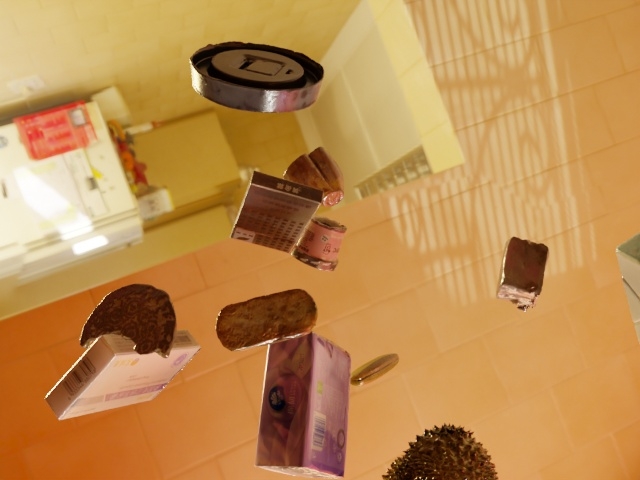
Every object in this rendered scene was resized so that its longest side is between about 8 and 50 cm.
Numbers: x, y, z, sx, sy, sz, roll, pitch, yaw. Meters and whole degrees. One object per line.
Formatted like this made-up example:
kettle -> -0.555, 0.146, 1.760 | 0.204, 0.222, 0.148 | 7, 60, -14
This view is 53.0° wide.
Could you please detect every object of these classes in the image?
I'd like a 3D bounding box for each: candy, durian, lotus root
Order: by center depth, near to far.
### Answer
durian -> 0.321, 0.621, 1.701 | 0.293, 0.258, 0.258 | -38, -114, 27
candy -> 0.638, 0.106, 2.036 | 0.185, 0.137, 0.195 | 62, 42, -66
lotus root -> -0.004, -0.209, 2.268 | 0.180, 0.188, 0.199 | 50, 11, 27

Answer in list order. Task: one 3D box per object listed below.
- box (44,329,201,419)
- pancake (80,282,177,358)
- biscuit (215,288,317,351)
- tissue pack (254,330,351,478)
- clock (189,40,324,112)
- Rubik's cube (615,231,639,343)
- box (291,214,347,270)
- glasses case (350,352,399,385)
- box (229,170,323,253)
box -> -0.437, 0.297, 1.472 | 0.065, 0.200, 0.343 | 46, 10, 18
pancake -> -0.348, 0.164, 1.185 | 0.190, 0.184, 0.020 | 42, -8, 29
biscuit -> -0.127, 0.189, 1.533 | 0.029, 0.247, 0.118 | 143, -66, -79
tissue pack -> -0.038, 0.418, 1.637 | 0.242, 0.160, 0.338 | 44, 44, -52
clock -> -0.154, -0.402, 1.562 | 0.325, 0.325, 0.067 | 53, -37, 46
Rubik's cube -> 0.871, 0.109, 1.336 | 0.318, 0.316, 0.322 | 62, -5, -29
box -> 0.000, 0.000, 1.919 | 0.151, 0.151, 0.135 | 42, -68, 59
glasses case -> 0.191, 0.452, 2.259 | 0.079, 0.234, 0.064 | -14, -87, 45
box -> -0.121, -0.064, 1.669 | 0.325, 0.180, 0.047 | 124, -22, -61
